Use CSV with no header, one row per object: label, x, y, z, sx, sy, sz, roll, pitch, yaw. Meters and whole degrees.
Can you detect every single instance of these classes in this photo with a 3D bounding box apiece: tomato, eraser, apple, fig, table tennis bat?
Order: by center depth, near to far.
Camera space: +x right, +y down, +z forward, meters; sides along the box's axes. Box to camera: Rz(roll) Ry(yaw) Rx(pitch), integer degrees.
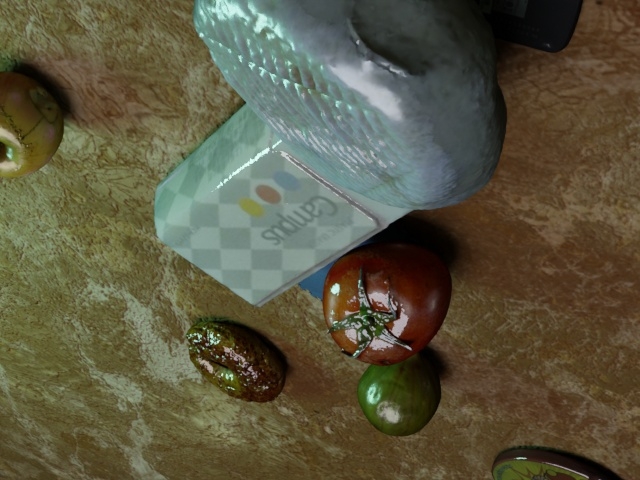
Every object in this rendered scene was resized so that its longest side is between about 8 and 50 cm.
eraser,-0.056,-0.055,1.532,0.213,0.082,0.397,35,147,-16
tomato,0.088,0.069,1.549,0.167,0.167,0.167,18,147,12
apple,-0.413,-0.157,1.621,0.146,0.146,0.146,18,147,12
fig,0.116,0.174,1.775,0.124,0.124,0.236,12,122,20
table tennis bat,0.418,0.397,1.932,0.310,0.038,0.200,9,145,31

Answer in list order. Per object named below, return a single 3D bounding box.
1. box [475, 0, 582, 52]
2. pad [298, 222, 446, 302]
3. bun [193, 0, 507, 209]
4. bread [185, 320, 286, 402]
box,0.188,-0.236,1.170,0.125,0.027,0.126,18,148,11
pad,0.000,0.000,1.661,0.269,0.012,0.270,36,146,-16
bun,0.045,-0.179,1.164,0.354,0.194,0.354,36,169,8
bread,-0.141,0.204,2.011,0.193,0.064,0.193,21,149,14
